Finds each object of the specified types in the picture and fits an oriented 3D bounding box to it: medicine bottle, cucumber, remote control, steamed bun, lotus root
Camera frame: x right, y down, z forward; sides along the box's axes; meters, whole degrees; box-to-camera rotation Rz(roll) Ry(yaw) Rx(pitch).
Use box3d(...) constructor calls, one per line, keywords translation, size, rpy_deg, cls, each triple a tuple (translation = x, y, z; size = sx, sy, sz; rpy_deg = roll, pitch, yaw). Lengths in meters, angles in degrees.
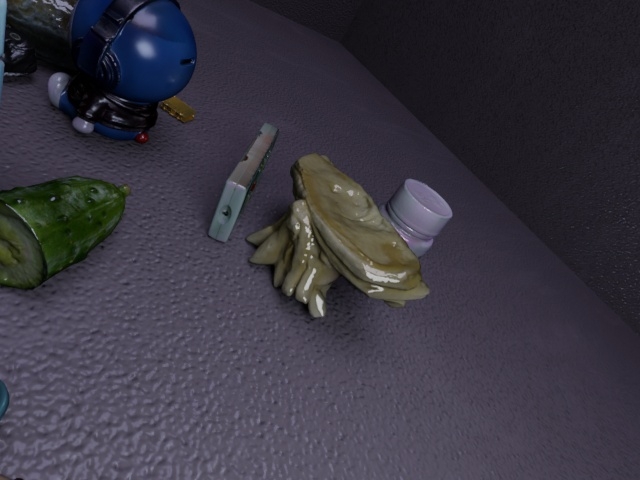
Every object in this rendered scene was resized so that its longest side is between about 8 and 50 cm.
box3d(translation=(0.168, -0.004, 0.921), size=(0.151, 0.255, 0.152), rpy_deg=(23, 36, -18), cls="medicine bottle")
box3d(translation=(-0.373, -0.038, 0.604), size=(0.134, 0.134, 0.244), rpy_deg=(35, 29, 0), cls="cucumber")
box3d(translation=(-0.163, -0.145, 0.907), size=(0.050, 0.145, 0.344), rpy_deg=(24, 35, -9), cls="remote control")
box3d(translation=(0.000, 0.000, 0.820), size=(0.246, 0.189, 0.428), rpy_deg=(-1, 41, -38), cls="steamed bun")
box3d(translation=(-0.588, -0.491, 0.944), size=(0.349, 0.175, 0.175), rpy_deg=(17, 37, -32), cls="lotus root")

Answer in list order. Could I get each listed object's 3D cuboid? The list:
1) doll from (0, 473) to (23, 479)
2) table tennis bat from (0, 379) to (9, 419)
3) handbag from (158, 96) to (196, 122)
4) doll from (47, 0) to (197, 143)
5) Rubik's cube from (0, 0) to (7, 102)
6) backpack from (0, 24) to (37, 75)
box3d(translation=(-0.224, 0.272, 0.316), size=(0.277, 0.154, 0.119), rpy_deg=(32, 60, -9), cls="doll")
box3d(translation=(-0.398, 0.177, 0.356), size=(0.201, 0.034, 0.124), rpy_deg=(-13, 27, -40), cls="table tennis bat")
box3d(translation=(-0.381, -0.352, 1.082), size=(0.083, 0.027, 0.061), rpy_deg=(35, 32, -1), cls="handbag")
box3d(translation=(-0.392, -0.366, 0.830), size=(0.240, 0.310, 0.284), rpy_deg=(33, 32, -7), cls="doll")
box3d(translation=(-0.607, -0.217, 0.434), size=(0.318, 0.322, 0.316), rpy_deg=(40, 31, 6), cls="Rubik's cube")
box3d(translation=(-0.662, -0.391, 0.803), size=(0.120, 0.106, 0.165), rpy_deg=(40, 35, 15), cls="backpack")
